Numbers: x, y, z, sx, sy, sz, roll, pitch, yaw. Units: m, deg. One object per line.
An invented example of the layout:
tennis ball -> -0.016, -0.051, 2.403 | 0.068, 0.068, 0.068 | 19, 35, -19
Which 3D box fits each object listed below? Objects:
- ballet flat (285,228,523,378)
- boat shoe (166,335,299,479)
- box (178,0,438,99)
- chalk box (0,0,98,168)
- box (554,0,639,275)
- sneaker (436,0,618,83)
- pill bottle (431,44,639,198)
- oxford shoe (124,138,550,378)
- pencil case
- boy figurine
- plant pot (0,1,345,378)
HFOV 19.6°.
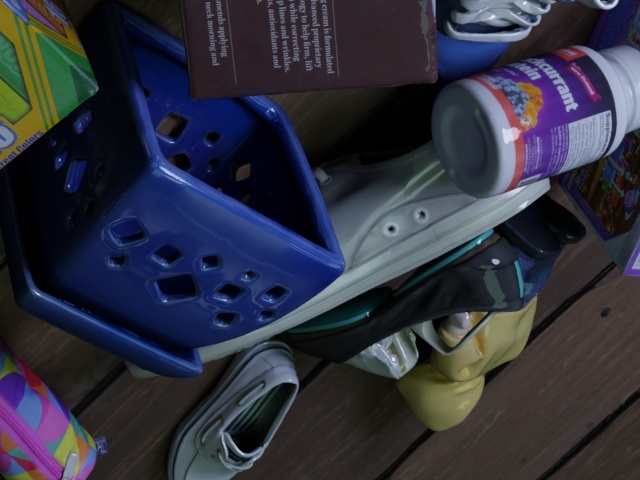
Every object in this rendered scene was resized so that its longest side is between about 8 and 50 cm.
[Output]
ballet flat -> 0.082, 0.080, 1.817 | 0.280, 0.095, 0.096 | -26, 96, 38
boat shoe -> -0.094, 0.201, 1.930 | 0.083, 0.076, 0.226 | 10, 123, -29
box -> -0.014, -0.229, 1.504 | 0.203, 0.167, 0.168 | -4, 122, 0
chalk box -> -0.342, -0.191, 1.432 | 0.180, 0.179, 0.289 | -38, 132, 10
box -> 0.318, -0.140, 1.736 | 0.057, 0.201, 0.293 | 3, 126, -27
sneaker -> 0.169, -0.224, 1.579 | 0.130, 0.236, 0.322 | -3, 128, -20
pill bottle -> 0.205, -0.114, 1.660 | 0.193, 0.108, 0.108 | -19, 134, -28
oxford shoe -> 0.000, 0.000, 1.779 | 0.449, 0.169, 0.130 | -29, 94, 12
pencil case -> -0.303, 0.166, 1.800 | 0.104, 0.104, 0.236 | -31, 132, 4
boy figurine -> 0.171, 0.079, 1.922 | 0.177, 0.092, 0.285 | -27, 153, -48
plant pot -> -0.150, -0.028, 1.620 | 0.212, 0.236, 0.236 | -42, 132, 22
